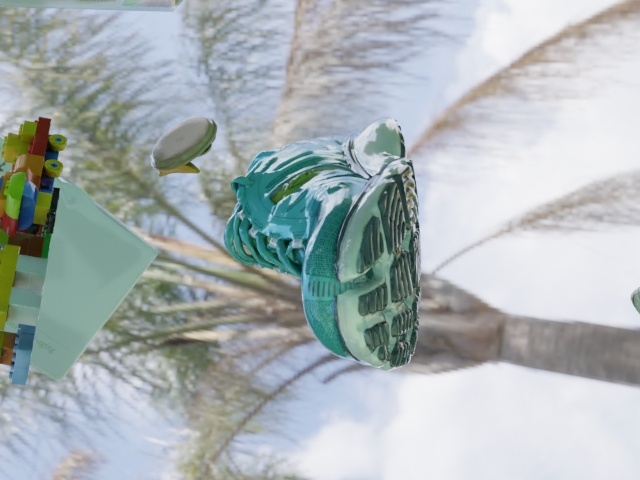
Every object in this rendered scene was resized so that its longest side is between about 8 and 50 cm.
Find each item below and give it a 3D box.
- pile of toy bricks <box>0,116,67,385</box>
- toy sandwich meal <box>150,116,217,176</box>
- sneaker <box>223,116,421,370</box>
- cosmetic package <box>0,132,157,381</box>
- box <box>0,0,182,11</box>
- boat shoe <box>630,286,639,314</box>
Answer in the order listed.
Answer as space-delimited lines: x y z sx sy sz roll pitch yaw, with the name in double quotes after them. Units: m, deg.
-0.236 0.004 0.830 0.212 0.105 0.118 -96 20 -51 "pile of toy bricks"
-0.135 -0.091 1.240 0.085 0.086 0.029 -57 -50 -30 "toy sandwich meal"
0.000 0.000 0.698 0.275 0.110 0.107 -94 1 -75 "sneaker"
-0.330 -0.028 1.188 0.197 0.365 0.155 40 -96 -31 "cosmetic package"
-0.129 -0.254 0.711 0.262 0.231 0.126 -13 -111 -57 "box"
0.352 0.089 1.140 0.056 0.152 0.049 -15 -36 -48 "boat shoe"
